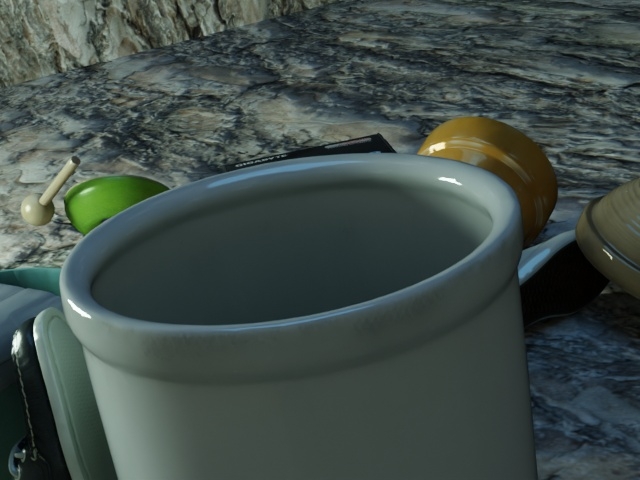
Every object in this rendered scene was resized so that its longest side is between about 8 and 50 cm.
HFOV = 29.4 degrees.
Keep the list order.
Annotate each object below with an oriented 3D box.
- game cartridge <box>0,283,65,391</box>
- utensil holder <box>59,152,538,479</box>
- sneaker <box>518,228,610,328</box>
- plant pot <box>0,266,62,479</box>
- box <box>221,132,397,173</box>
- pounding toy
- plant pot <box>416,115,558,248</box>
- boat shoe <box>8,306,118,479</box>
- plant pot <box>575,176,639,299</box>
[{"bbox_3d":[-0.387,0.093,1.094,0.297,0.062,0.198,6,22,35],"label":"game cartridge"},{"bbox_3d":[0.004,0.167,0.919,0.327,0.386,0.328,-8,20,3],"label":"utensil holder"},{"bbox_3d":[0.241,0.047,1.520,0.290,0.106,0.123,-23,27,-28],"label":"sneaker"},{"bbox_3d":[-0.326,0.191,1.212,0.292,0.235,0.293,-9,21,3],"label":"plant pot"},{"bbox_3d":[-0.006,-0.088,2.039,0.295,0.073,0.293,-11,22,-5],"label":"box"},{"bbox_3d":[-0.339,-0.022,1.938,0.236,0.110,0.183,18,-34,-38],"label":"pounding toy"},{"bbox_3d":[0.195,-0.033,1.655,0.205,0.205,0.188,4,39,31],"label":"plant pot"},{"bbox_3d":[-0.214,0.207,1.026,0.091,0.303,0.114,-14,8,10],"label":"boat shoe"},{"bbox_3d":[0.435,-0.011,1.454,0.237,0.110,0.237,16,30,-9],"label":"plant pot"}]
